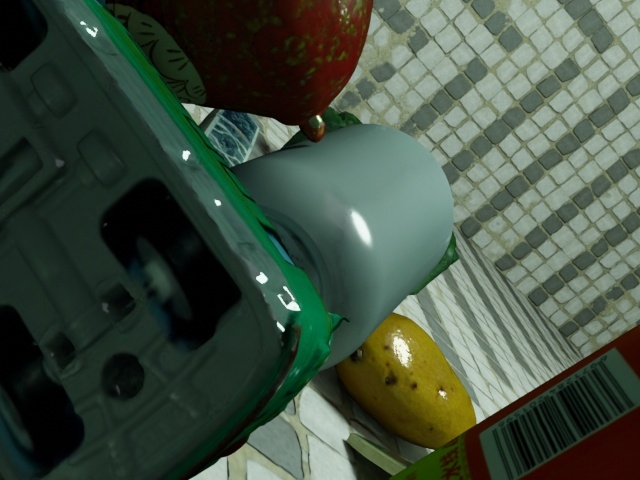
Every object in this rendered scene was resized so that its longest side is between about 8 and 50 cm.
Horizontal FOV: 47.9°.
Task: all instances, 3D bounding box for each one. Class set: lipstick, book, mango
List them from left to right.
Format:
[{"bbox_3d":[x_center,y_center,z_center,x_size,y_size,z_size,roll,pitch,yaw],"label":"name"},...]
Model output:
[{"bbox_3d":[-0.138,-0.114,0.943,0.077,0.076,0.289,46,17,-16],"label":"lipstick"},{"bbox_3d":[0.104,0.165,0.844,0.227,0.109,0.147,42,13,-26],"label":"mango"},{"bbox_3d":[0.195,0.295,0.745,0.322,0.018,0.228,36,-10,-39],"label":"book"}]

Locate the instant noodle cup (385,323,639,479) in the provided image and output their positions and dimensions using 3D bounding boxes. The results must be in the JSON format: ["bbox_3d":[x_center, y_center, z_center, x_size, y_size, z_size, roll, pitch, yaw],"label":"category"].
[{"bbox_3d":[0.129,0.219,0.374,0.294,0.308,0.294,44,15,-15],"label":"instant noodle cup"}]

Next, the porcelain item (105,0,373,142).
[{"bbox_3d":[-0.056,-0.187,0.633,0.253,0.253,0.253,44,15,-15],"label":"porcelain item"}]

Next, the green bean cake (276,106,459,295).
[{"bbox_3d":[0.097,-0.070,1.334,0.300,0.169,0.307,26,27,-56],"label":"green bean cake"}]

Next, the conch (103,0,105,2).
[{"bbox_3d":[-0.252,-0.180,0.726,0.114,0.234,0.137,62,39,-54],"label":"conch"}]

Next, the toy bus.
[{"bbox_3d":[-0.140,-0.007,0.451,0.343,0.184,0.199,53,7,16],"label":"toy bus"}]

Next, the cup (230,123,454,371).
[{"bbox_3d":[0.000,0.000,0.724,0.205,0.205,0.312,49,27,5],"label":"cup"}]
